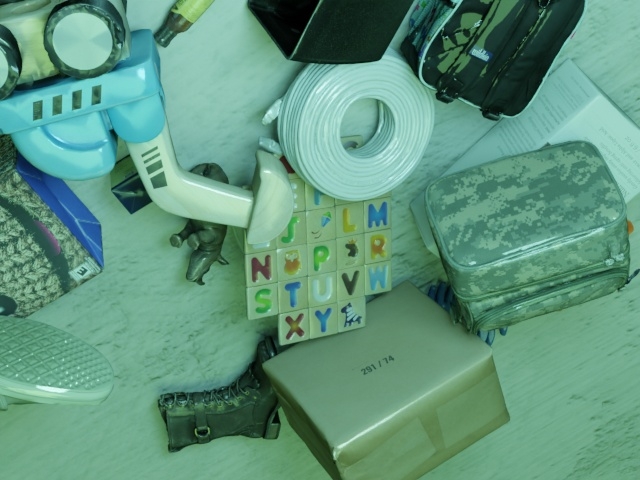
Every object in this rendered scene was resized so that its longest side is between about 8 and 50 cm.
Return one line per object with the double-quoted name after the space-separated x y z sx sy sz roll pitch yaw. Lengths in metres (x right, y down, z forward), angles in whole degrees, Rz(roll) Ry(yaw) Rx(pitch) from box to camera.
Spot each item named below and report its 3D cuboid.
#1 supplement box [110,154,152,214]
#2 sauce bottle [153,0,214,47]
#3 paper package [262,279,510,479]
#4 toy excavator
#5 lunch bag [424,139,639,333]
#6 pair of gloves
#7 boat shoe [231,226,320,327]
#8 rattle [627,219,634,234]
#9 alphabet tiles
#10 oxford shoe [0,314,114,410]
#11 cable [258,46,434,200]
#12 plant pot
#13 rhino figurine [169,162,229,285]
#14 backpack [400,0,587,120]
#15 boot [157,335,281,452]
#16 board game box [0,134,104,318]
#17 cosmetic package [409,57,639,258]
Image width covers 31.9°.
-0.290 -0.101 1.806 0.083 0.083 0.056 -30 123 8 "supplement box"
-0.202 -0.345 1.690 0.042 0.042 0.128 37 108 -30 "sauce bottle"
0.111 0.260 1.947 0.325 0.309 0.168 -29 124 -14 "paper package"
-0.287 -0.169 1.653 0.433 0.222 0.445 -14 119 -2 "toy excavator"
0.338 0.014 1.776 0.305 0.212 0.256 -18 140 2 "lunch bag"
0.267 0.143 2.132 0.198 0.023 0.159 3 124 -10 "pair of gloves"
-0.059 0.025 1.939 0.091 0.109 0.305 -43 118 -33 "boat shoe"
0.493 0.031 2.045 0.200 0.143 0.130 -16 107 5 "rattle"
0.000 0.000 1.889 0.285 0.011 0.342 -10 107 -28 "alphabet tiles"
-0.546 0.201 1.728 0.449 0.169 0.130 8 119 -10 "oxford shoe"
0.060 -0.191 1.794 0.257 0.089 0.257 34 95 -33 "cable"
0.029 -0.365 1.654 0.167 0.188 0.187 12 120 -33 "plant pot"
-0.196 -0.022 1.875 0.106 0.073 0.243 -38 140 -43 "rhino figurine"
0.270 -0.341 1.710 0.225 0.191 0.253 18 125 -26 "backpack"
-0.188 0.296 2.090 0.229 0.091 0.263 -2 123 -10 "boot"
-0.532 0.006 1.786 0.291 0.141 0.232 -31 125 8 "board game box"
0.367 -0.092 1.918 0.217 0.156 0.385 35 109 -28 "cosmetic package"
